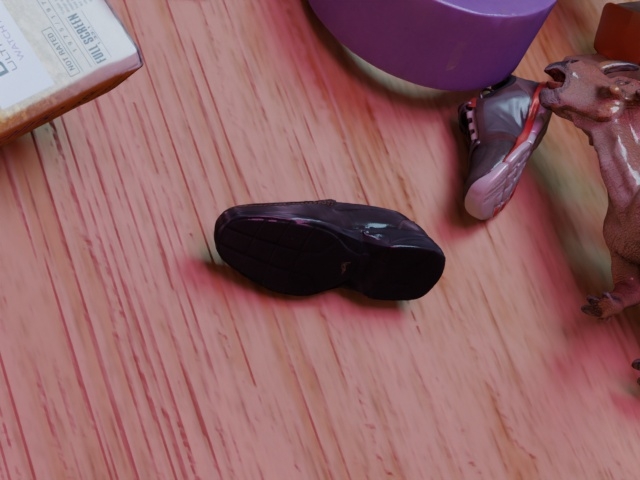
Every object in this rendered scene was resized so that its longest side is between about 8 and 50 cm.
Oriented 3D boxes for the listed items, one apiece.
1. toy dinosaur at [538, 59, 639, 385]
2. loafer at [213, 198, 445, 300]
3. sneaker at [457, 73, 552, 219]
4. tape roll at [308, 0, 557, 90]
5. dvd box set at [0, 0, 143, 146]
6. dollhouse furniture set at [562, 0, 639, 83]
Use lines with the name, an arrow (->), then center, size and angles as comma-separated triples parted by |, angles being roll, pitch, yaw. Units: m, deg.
toy dinosaur -> 0.282, -0.008, 1.405 | 0.295, 0.127, 0.200 | 49, 42, -17
loafer -> 0.000, 0.000, 1.292 | 0.170, 0.062, 0.061 | 12, 31, -32
sneaker -> 0.126, -0.073, 1.433 | 0.065, 0.061, 0.158 | 24, 40, 9
tape roll -> 0.085, -0.207, 1.449 | 0.189, 0.080, 0.189 | 14, 46, -15
dvd box set -> -0.334, -0.142, 1.076 | 0.420, 0.062, 0.307 | -34, 91, -42
dollhouse furniture set -> 0.239, -0.259, 1.510 | 0.259, 0.262, 0.135 | 26, 19, 40
